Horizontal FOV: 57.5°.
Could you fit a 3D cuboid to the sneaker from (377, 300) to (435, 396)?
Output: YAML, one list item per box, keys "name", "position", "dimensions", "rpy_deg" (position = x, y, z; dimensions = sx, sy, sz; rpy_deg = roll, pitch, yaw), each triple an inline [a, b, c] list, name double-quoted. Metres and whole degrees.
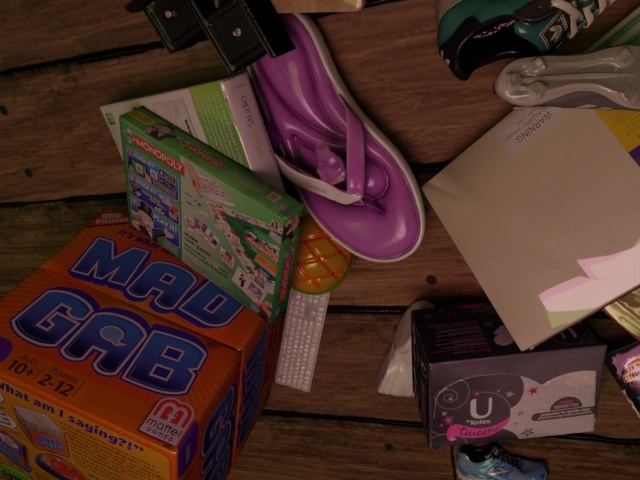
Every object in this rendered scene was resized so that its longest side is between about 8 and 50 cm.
- name: "sneaker"
  position: [0.171, 0.190, 0.999]
  dimensions: [0.094, 0.080, 0.212]
  rpy_deg: [17, 127, -3]

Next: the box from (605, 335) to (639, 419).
- name: "box"
  position: [0.599, 0.221, 0.787]
  dimensions: [0.295, 0.073, 0.293]
  rpy_deg: [-37, 74, 29]

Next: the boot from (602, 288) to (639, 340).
- name: "boot"
  position: [0.416, -0.016, 0.785]
  dimensions: [0.262, 0.095, 0.203]
  rpy_deg: [45, 114, 12]

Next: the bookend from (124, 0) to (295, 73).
- name: "bookend"
  position: [-0.144, -0.280, 0.765]
  dimensions: [0.157, 0.072, 0.156]
  rpy_deg: [-22, 106, 29]

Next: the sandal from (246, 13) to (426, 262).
- name: "sandal"
  position: [-0.004, -0.140, 0.835]
  dimensions: [0.169, 0.102, 0.416]
  rpy_deg: [-32, 90, 28]

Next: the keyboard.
- name: "keyboard"
  position: [-0.035, 0.182, 1.096]
  dimensions: [0.072, 0.014, 0.256]
  rpy_deg: [17, 120, 12]

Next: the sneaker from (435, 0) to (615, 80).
- name: "sneaker"
  position: [0.279, -0.275, 0.669]
  dimensions: [0.302, 0.121, 0.108]
  rpy_deg: [-19, 148, 33]

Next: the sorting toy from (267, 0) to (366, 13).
- name: "sorting toy"
  position: [-0.060, -0.434, 0.751]
  dimensions: [0.255, 0.089, 0.257]
  rpy_deg: [6, 118, 18]

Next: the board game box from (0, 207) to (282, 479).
- name: "board game box"
  position: [-0.301, 0.231, 0.984]
  dimensions: [0.356, 0.356, 0.356]
  rpy_deg: [20, 132, 10]

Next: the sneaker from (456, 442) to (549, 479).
- name: "sneaker"
  position: [0.324, 0.404, 1.047]
  dimensions: [0.162, 0.063, 0.073]
  rpy_deg: [-2, 111, 21]

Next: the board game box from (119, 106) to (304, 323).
- name: "board game box"
  position: [-0.173, -0.037, 0.876]
  dimensions: [0.317, 0.046, 0.214]
  rpy_deg: [32, 135, 21]

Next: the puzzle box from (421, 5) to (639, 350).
- name: "puzzle box"
  position: [0.348, -0.080, 0.713]
  dimensions: [0.409, 0.052, 0.272]
  rpy_deg: [-40, 63, 30]

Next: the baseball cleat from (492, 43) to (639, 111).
- name: "baseball cleat"
  position: [0.306, -0.186, 0.676]
  dimensions: [0.205, 0.109, 0.072]
  rpy_deg: [6, 99, 10]

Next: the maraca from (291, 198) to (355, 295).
- name: "maraca"
  position: [0.000, 0.000, 0.946]
  dimensions: [0.127, 0.099, 0.186]
  rpy_deg: [16, 98, -13]

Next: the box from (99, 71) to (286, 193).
- name: "box"
  position: [-0.201, -0.125, 0.918]
  dimensions: [0.322, 0.058, 0.232]
  rpy_deg: [5, 121, 42]

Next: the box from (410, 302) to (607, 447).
- name: "box"
  position: [0.270, 0.196, 0.873]
  dimensions: [0.247, 0.142, 0.163]
  rpy_deg: [-5, 115, 1]
